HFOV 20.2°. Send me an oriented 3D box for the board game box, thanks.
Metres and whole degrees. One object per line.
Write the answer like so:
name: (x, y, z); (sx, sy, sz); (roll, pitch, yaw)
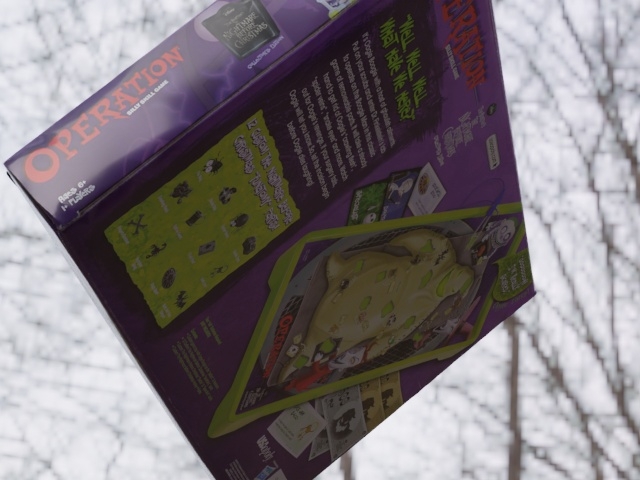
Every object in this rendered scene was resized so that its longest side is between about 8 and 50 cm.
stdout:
board game box: (0.000, 0.000, 0.825); (0.208, 0.056, 0.347); (-35, -28, -8)
